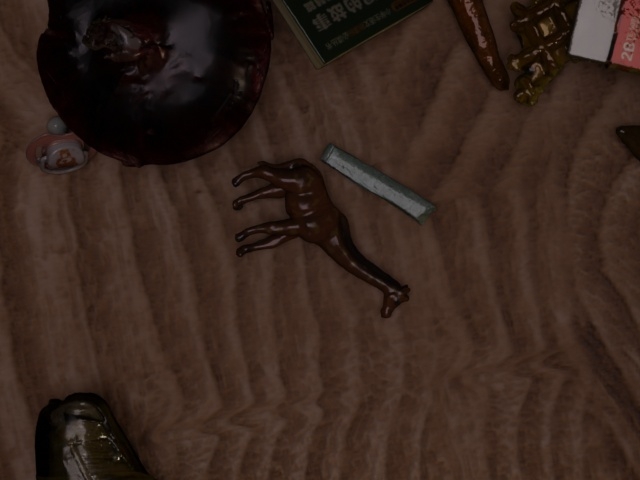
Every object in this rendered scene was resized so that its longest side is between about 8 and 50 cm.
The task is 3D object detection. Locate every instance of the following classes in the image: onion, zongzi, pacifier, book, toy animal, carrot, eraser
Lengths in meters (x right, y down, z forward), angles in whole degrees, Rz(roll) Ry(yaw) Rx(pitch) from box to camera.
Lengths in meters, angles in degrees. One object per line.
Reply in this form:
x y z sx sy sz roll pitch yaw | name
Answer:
-0.212 -0.248 1.598 0.314 0.232 0.314 0 91 3 | onion
-0.235 0.341 1.696 0.288 0.134 0.286 -4 89 -11 | zongzi
-0.352 -0.132 1.702 0.099 0.081 0.078 -10 59 -20 | pacifier
0.002 -0.378 1.640 0.202 0.027 0.264 -33 91 -27 | book
0.000 0.000 1.689 0.229 0.066 0.224 -5 93 -3 | toy animal
0.209 -0.286 1.675 0.047 0.047 0.191 -25 94 3 | carrot
0.440 -0.285 1.602 0.230 0.038 0.157 13 91 2 | eraser

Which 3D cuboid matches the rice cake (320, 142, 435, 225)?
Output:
0.077 -0.076 1.699 0.170 0.029 0.033 31 88 -1 | rice cake

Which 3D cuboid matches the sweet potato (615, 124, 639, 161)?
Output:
0.561 -0.086 1.655 0.346 0.079 0.108 6 81 -1 | sweet potato

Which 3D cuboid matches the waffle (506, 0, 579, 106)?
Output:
0.394 -0.285 1.657 0.293 0.069 0.260 11 90 1 | waffle
